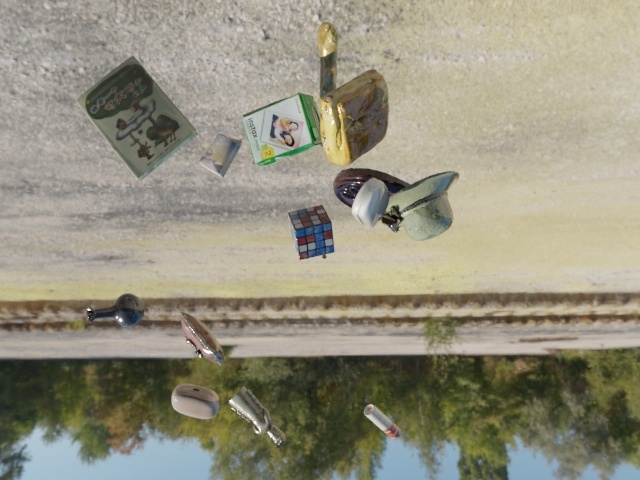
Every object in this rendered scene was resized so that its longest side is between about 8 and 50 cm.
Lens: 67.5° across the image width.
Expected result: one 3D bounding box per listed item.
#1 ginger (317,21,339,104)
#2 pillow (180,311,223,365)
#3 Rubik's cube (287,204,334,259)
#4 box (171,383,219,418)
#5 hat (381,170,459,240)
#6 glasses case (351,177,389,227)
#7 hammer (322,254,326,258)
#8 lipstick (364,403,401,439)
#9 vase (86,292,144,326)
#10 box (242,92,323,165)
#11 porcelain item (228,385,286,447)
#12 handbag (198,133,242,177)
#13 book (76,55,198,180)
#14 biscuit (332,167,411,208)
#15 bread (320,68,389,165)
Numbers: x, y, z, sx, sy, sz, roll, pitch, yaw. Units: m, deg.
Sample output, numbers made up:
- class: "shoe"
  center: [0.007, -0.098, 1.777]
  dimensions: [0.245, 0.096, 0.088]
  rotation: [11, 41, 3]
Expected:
- class: "ginger"
  center: [0.025, -0.576, 1.597]
  dimensions: [0.065, 0.118, 0.299]
  rotation: [-8, 138, -8]
- class: "pillow"
  center: [-0.363, 0.303, 1.455]
  dimensions: [0.075, 0.171, 0.179]
  rotation: [-38, 165, -17]
- class: "Rubik's cube"
  center: [-0.023, -0.020, 1.182]
  dimensions: [0.092, 0.092, 0.092]
  rotation: [-13, 124, -8]
- class: "box"
  center: [-0.518, 0.667, 1.984]
  dimensions: [0.200, 0.088, 0.146]
  rotation: [13, 124, 4]
- class: "hat"
  center: [0.289, -0.072, 1.309]
  dimensions: [0.257, 0.130, 0.257]
  rotation: [-21, 166, -6]
- class: "glasses case"
  center: [0.116, -0.080, 1.088]
  dimensions: [0.059, 0.092, 0.233]
  rotation: [29, -179, 13]
- class: "hammer"
  center: [0.000, 0.000, 1.550]
  dimensions: [0.014, 0.123, 0.029]
  rotation: [-14, 179, 15]
- class: "lipstick"
  center: [0.180, 0.526, 1.387]
  dimensions: [0.038, 0.038, 0.131]
  rotation: [-18, 122, 47]
- class: "vase"
  center: [-0.716, 0.248, 1.669]
  dimensions: [0.183, 0.120, 0.120]
  rotation: [-2, 168, -37]
- class: "box"
  center: [-0.119, -0.355, 1.543]
  dimensions: [0.250, 0.180, 0.103]
  rotation: [-15, -176, 27]
- class: "porcelain item"
  center: [-0.192, 0.562, 1.517]
  dimensions: [0.084, 0.213, 0.054]
  rotation: [-51, 171, 18]
- class: "handbag"
  center: [-0.398, -0.354, 1.942]
  dimensions: [0.117, 0.173, 0.095]
  rotation: [32, 178, 14]
- class: "book"
  center: [-0.624, -0.420, 1.624]
  dimensions: [0.260, 0.371, 0.043]
  rotation: [-40, 170, -4]
- class: "biscuit"
  center: [0.244, -0.190, 2.096]
  dimensions: [0.407, 0.091, 0.407]
  rotation: [18, 167, 4]
- class: "bread"
  center: [0.100, -0.328, 1.319]
  dimensions: [0.210, 0.099, 0.235]
  rotation: [-35, 146, -22]
